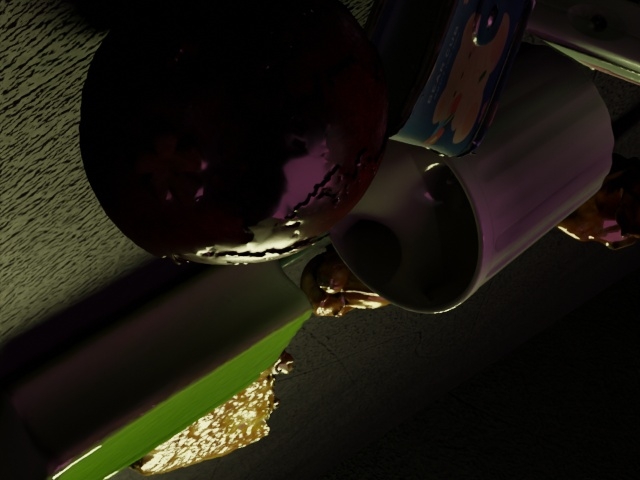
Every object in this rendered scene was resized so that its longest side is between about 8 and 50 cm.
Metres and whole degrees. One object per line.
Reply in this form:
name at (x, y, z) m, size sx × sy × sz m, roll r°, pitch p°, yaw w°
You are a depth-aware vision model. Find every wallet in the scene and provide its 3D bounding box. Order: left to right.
wallet at (0.079, -0.128, 1.236) m, size 0.141 × 0.059 × 0.202 m, roll -68°, pitch 163°, yaw 6°

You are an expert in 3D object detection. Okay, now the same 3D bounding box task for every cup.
cup at (0.101, -0.067, 1.508) m, size 0.202 × 0.221 × 0.167 m, roll -31°, pitch 134°, yaw -39°

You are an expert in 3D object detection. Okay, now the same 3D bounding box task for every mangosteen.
mangosteen at (-0.041, -0.075, 0.988) m, size 0.166 × 0.166 × 0.180 m, roll -44°, pitch -167°, yaw 31°

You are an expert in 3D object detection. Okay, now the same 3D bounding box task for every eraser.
eraser at (-0.153, 0.126, 1.587) m, size 0.274 × 0.092 × 0.210 m, roll -33°, pitch 169°, yaw -27°

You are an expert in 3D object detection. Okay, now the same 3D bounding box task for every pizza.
pizza at (-0.107, 0.144, 1.848) m, size 0.189 × 0.071 × 0.297 m, roll -19°, pitch 159°, yaw -22°

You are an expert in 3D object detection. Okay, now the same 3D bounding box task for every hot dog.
hot dog at (0.045, 0.021, 1.776) m, size 0.102 × 0.076 × 0.249 m, roll -11°, pitch -176°, yaw 17°

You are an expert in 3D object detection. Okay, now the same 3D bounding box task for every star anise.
star anise at (0.410, -0.089, 2.326) m, size 0.346 × 0.148 × 0.237 m, roll -37°, pitch -169°, yaw -14°

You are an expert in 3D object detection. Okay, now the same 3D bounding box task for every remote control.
remote control at (0.256, -0.161, 1.546) m, size 0.050 × 0.145 × 0.344 m, roll -70°, pitch 164°, yaw 6°

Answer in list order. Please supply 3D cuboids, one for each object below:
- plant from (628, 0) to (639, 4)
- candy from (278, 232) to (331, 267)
plant at (0.403, -0.264, 1.536) m, size 0.333 × 0.180 × 0.251 m, roll -35°, pitch 158°, yaw 7°
candy at (0.000, 0.000, 1.667) m, size 0.194 × 0.062 × 0.058 m, roll -30°, pitch 169°, yaw 14°
